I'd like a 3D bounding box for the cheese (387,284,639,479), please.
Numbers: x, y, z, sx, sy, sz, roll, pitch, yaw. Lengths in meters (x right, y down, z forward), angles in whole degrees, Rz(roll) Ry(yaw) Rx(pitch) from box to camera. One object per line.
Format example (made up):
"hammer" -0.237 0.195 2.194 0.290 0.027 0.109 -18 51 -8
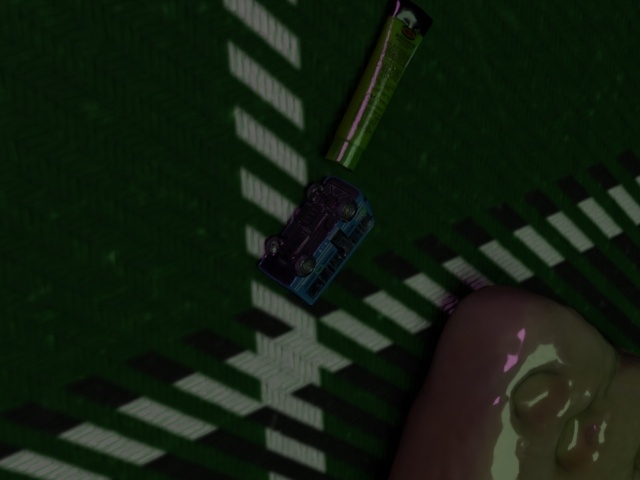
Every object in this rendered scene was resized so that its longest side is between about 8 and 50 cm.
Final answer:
"cheese" 0.191 0.234 0.887 0.351 0.129 0.328 27 88 -42

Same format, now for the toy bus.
"toy bus" 0.000 0.000 0.682 0.083 0.038 0.046 -52 138 -7

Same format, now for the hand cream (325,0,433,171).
"hand cream" 0.039 -0.105 0.678 0.036 0.023 0.122 26 90 -32
